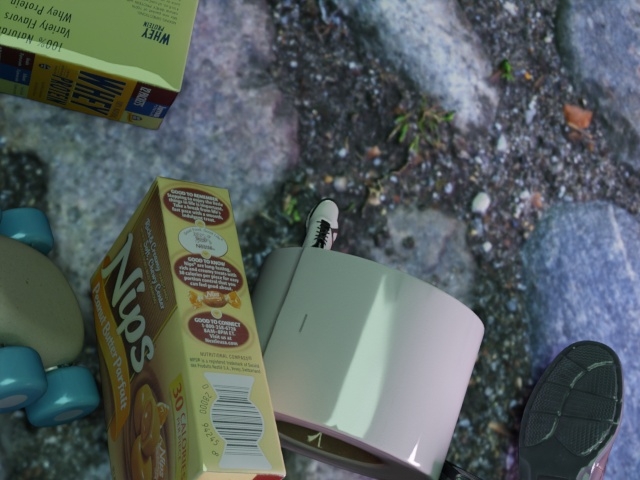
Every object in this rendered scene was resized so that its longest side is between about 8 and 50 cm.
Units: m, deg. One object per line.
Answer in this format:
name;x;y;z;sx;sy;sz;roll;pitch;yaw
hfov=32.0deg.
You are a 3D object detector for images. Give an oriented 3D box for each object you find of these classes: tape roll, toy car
tape roll;0.029;0.132;1.145;0.246;0.246;0.169;25;71;-11
toy car;-0.373;0.093;1.086;0.238;0.210;0.219;-23;70;8

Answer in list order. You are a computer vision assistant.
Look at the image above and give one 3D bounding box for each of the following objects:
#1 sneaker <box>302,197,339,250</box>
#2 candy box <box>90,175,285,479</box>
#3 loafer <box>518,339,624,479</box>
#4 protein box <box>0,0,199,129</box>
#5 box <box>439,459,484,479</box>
sneaker;0.000;0.000;1.273;0.040;0.044;0.109;20;71;-10
candy box;-0.137;0.119;1.062;0.087;0.183;0.316;11;48;-31
loafer;0.278;0.265;1.291;0.109;0.095;0.302;12;67;17
protein box;-0.240;-0.253;1.204;0.199;0.136;0.201;13;74;-15
box;0.129;0.376;1.122;0.143;0.165;0.270;27;84;3
